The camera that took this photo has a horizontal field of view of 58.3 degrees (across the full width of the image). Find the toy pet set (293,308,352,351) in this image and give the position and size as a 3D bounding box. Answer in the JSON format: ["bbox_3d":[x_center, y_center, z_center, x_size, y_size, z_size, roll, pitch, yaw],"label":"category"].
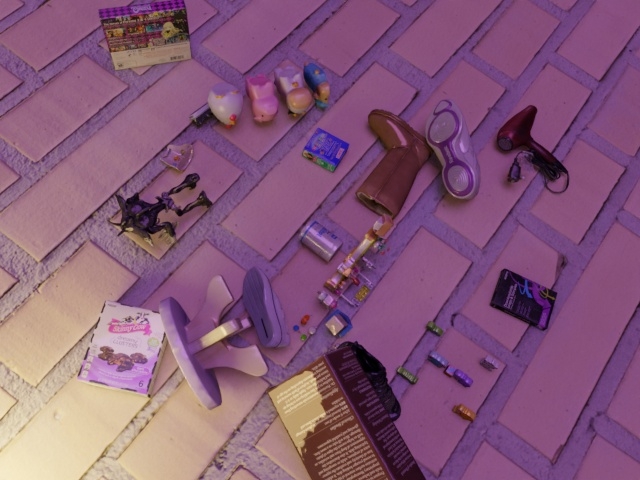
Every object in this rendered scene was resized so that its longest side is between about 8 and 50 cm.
[{"bbox_3d":[0.016,0.229,1.465,0.114,0.065,0.122,-45,74,14],"label":"toy pet set"}]

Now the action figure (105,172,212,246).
[{"bbox_3d":[-0.418,-0.067,1.473,0.276,0.141,0.164,-32,77,-35],"label":"action figure"}]

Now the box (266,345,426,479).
[{"bbox_3d":[0.064,0.450,1.279,0.191,0.143,0.381,-37,71,24],"label":"box"}]

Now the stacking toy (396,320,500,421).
[{"bbox_3d":[0.329,0.327,1.460,0.221,0.052,0.167,34,67,7],"label":"stacking toy"}]

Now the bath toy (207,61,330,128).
[{"bbox_3d":[-0.149,-0.406,1.660,0.348,0.129,0.151,-17,46,-17],"label":"bath toy"}]

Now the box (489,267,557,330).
[{"bbox_3d":[0.558,0.161,1.575,0.162,0.029,0.116,24,66,4],"label":"box"}]

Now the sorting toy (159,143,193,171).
[{"bbox_3d":[-0.404,-0.234,1.597,0.075,0.045,0.083,23,66,10],"label":"sorting toy"}]

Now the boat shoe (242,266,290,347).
[{"bbox_3d":[-0.136,0.174,1.448,0.083,0.076,0.226,-33,55,25],"label":"boat shoe"}]

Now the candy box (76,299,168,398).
[{"bbox_3d":[-0.459,0.257,1.364,0.165,0.070,0.196,13,66,-3],"label":"candy box"}]

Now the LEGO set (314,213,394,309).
[{"bbox_3d":[0.114,0.071,1.493,0.107,0.132,0.287,40,90,3],"label":"LEGO set"}]

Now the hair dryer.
[{"bbox_3d":[0.643,-0.286,1.766,0.224,0.080,0.293,8,71,-22],"label":"hair dryer"}]

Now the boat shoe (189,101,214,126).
[{"bbox_3d":[-0.320,-0.382,1.670,0.142,0.049,0.040,-43,114,-26],"label":"boat shoe"}]

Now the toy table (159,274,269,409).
[{"bbox_3d":[-0.243,0.230,1.332,0.161,0.252,0.274,-27,95,-2],"label":"toy table"}]

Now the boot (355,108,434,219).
[{"bbox_3d":[0.181,-0.226,1.651,0.236,0.089,0.269,33,68,6],"label":"boot"}]

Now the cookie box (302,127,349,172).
[{"bbox_3d":[0.016,-0.263,1.667,0.107,0.040,0.091,29,66,5],"label":"cookie box"}]

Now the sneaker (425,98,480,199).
[{"bbox_3d":[0.390,-0.258,1.670,0.114,0.152,0.305,-15,78,28],"label":"sneaker"}]

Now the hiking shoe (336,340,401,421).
[{"bbox_3d":[0.122,0.343,1.379,0.086,0.114,0.226,-37,89,-20],"label":"hiking shoe"}]

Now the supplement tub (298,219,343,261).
[{"bbox_3d":[0.000,0.000,1.539,0.107,0.071,0.071,36,67,8],"label":"supplement tub"}]

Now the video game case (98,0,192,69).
[{"bbox_3d":[-0.492,-0.584,1.636,0.232,0.210,0.041,-13,70,-13],"label":"video game case"}]
